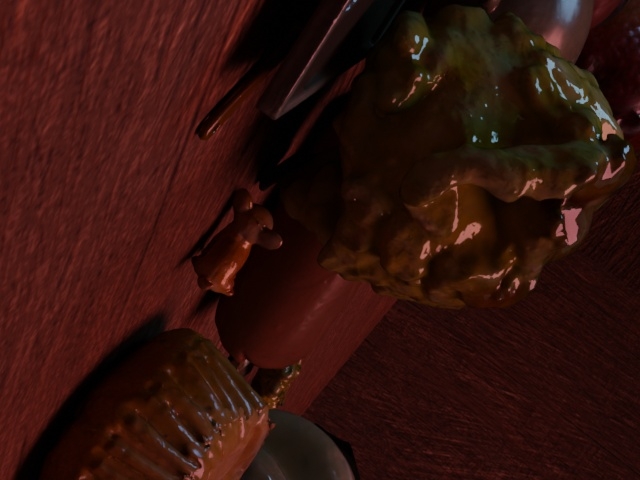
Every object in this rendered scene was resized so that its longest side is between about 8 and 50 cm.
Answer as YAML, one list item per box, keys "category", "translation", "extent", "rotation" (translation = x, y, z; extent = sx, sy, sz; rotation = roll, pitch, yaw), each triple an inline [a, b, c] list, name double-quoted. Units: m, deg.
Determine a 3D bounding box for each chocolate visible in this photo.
- category: "chocolate"
  translation: [-0.070, 0.400, 2.009]
  extent: [0.297, 0.326, 0.314]
  rotation: [115, -30, -66]

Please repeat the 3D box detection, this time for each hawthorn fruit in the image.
- category: "hawthorn fruit"
  translation: [0.342, -0.248, 1.781]
  extent: [0.295, 0.295, 0.311]
  rotation: [-57, -160, 31]

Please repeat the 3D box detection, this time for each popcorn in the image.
- category: "popcorn"
  translation: [0.112, -0.060, 1.121]
  extent: [0.293, 0.237, 0.293]
  rotation: [-38, 171, -7]

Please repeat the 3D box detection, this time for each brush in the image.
- category: "brush"
  translation: [-0.032, -0.131, 0.979]
  extent: [0.170, 0.014, 0.043]
  rotation: [-49, 170, -21]

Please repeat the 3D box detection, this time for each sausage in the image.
- category: "sausage"
  translation: [-0.001, 0.001, 1.365]
  extent: [0.304, 0.121, 0.121]
  rotation: [-57, 172, 22]

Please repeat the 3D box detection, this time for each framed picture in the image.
- category: "framed picture"
  translation: [0.060, -0.215, 1.009]
  extent: [0.240, 0.020, 0.324]
  rotation: [-56, 177, 22]

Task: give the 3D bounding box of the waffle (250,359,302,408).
- category: "waffle"
  translation: [-0.025, 0.130, 1.938]
  extent: [0.238, 0.058, 0.243]
  rotation: [-61, 180, -23]

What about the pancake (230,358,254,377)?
- category: "pancake"
  translation: [-0.080, 0.132, 1.852]
  extent: [0.152, 0.025, 0.151]
  rotation: [-51, 171, -11]

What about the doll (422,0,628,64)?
- category: "doll"
  translation: [0.215, -0.240, 1.343]
  extent: [0.330, 0.174, 0.235]
  rotation: [-44, 160, -38]

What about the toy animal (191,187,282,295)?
- category: "toy animal"
  translation: [-0.073, 0.002, 1.184]
  extent: [0.083, 0.060, 0.081]
  rotation: [-47, 177, 27]

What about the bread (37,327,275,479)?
- category: "bread"
  translation: [-0.156, 0.195, 1.243]
  extent: [0.240, 0.139, 0.240]
  rotation: [-50, 169, -13]
